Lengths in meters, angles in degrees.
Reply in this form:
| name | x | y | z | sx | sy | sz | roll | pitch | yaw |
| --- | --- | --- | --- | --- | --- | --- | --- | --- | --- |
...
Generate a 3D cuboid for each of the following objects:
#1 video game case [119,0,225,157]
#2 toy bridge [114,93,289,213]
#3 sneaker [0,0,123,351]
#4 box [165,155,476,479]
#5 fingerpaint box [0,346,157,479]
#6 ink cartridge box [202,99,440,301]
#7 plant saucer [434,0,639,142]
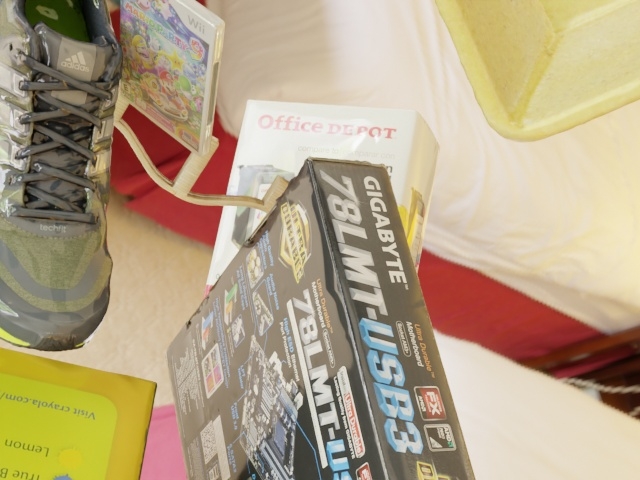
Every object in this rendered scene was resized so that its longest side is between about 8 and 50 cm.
| name | x | y | z | sx | sy | sz | roll | pitch | yaw |
| --- | --- | --- | --- | --- | --- | --- | --- | --- | --- |
| video game case | -0.106 | -0.124 | 0.673 | 0.087 | 0.122 | 0.011 | 38 | 53 | 18 |
| toy bridge | -0.115 | -0.069 | 0.892 | 0.188 | 0.063 | 0.026 | 31 | 12 | -17 |
| sneaker | -0.182 | -0.073 | 0.637 | 0.111 | 0.121 | 0.300 | 4 | 61 | -30 |
| box | -0.014 | 0.143 | 0.685 | 0.073 | 0.293 | 0.296 | 4 | 56 | -30 |
| fingerpaint box | -0.349 | 0.218 | 0.551 | 0.444 | 0.163 | 0.371 | 15 | 41 | -13 |
| ink cartridge box | 0.000 | 0.000 | 1.155 | 0.131 | 0.226 | 0.306 | 38 | 60 | -68 |
| plant saucer | 0.181 | -0.262 | 0.478 | 0.333 | 0.332 | 0.081 | 65 | 20 | -6 |
